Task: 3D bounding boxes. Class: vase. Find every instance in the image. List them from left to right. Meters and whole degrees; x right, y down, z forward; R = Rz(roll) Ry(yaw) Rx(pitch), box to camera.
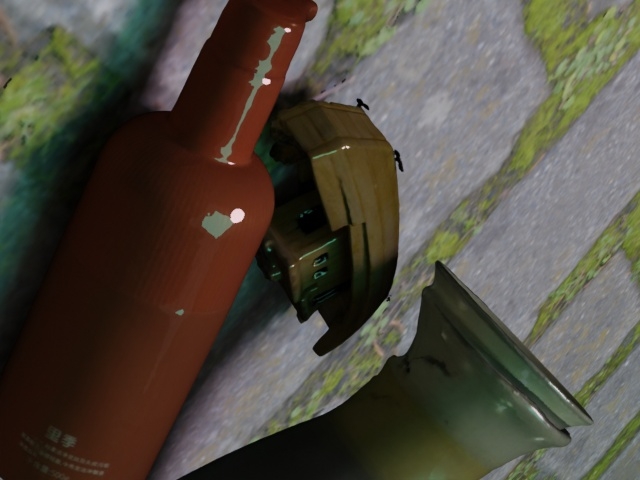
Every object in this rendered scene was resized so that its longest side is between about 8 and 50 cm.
[{"bbox_3d":[-0.011,0.161,0.798,0.321,0.173,0.173,-43,156,7],"label":"vase"}]

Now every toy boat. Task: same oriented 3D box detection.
[{"bbox_3d":[0.000,0.000,0.778,0.072,0.064,0.206,-27,152,-14],"label":"toy boat"}]

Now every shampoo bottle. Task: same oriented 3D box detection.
[{"bbox_3d":[-0.069,0.004,0.645,0.085,0.085,0.244,-7,130,-56],"label":"shampoo bottle"}]
